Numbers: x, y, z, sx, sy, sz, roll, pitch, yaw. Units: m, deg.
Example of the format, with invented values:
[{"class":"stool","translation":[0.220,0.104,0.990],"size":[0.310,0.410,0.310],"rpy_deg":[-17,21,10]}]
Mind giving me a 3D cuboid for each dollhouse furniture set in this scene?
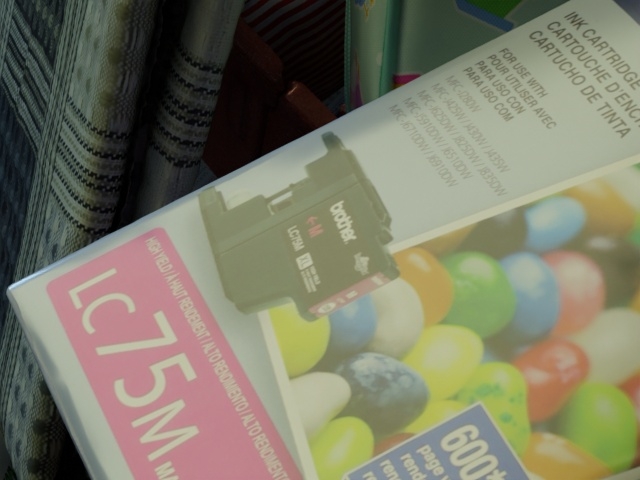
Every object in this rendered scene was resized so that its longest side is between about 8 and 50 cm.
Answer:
[{"class":"dollhouse furniture set","translation":[0.038,-0.029,1.000],"size":[0.201,0.152,0.374],"rpy_deg":[-34,-19,-21]}]

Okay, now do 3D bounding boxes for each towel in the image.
[{"class":"towel","translation":[-0.102,-0.085,0.864],"size":[0.056,0.324,0.312],"rpy_deg":[7,18,-19]}]

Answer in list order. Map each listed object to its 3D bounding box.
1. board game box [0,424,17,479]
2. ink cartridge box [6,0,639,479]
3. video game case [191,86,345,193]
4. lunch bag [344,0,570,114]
[{"class":"board game box","translation":[-0.215,0.142,0.737],"size":[0.193,0.053,0.305],"rpy_deg":[-23,6,-1]},{"class":"ink cartridge box","translation":[0.075,0.016,0.595],"size":[0.311,0.065,0.186],"rpy_deg":[-26,46,-7]},{"class":"video game case","translation":[-0.057,-0.037,1.137],"size":[0.269,0.061,0.244],"rpy_deg":[-46,-21,9]},{"class":"lunch bag","translation":[0.151,-0.114,0.742],"size":[0.279,0.224,0.108],"rpy_deg":[1,1,-9]}]
